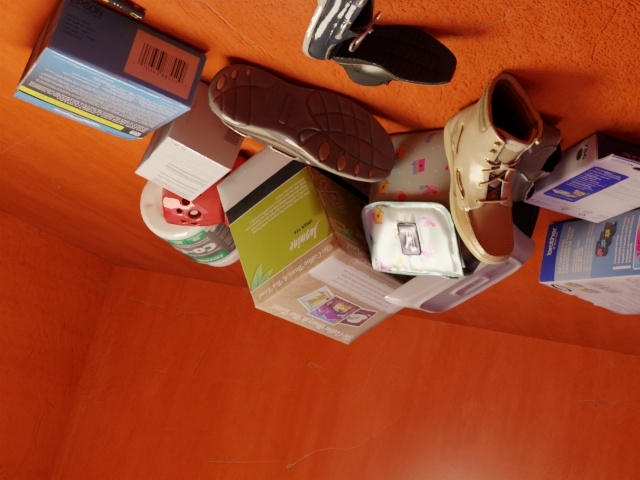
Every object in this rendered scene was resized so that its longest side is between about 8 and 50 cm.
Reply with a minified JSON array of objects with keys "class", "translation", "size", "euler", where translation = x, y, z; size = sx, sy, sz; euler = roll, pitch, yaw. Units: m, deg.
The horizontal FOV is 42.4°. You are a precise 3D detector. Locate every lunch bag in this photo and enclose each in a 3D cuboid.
[{"class":"lunch bag","translation":[0.202,-0.060,1.502],"size":[0.223,0.262,0.160],"euler":[2,162,45]}]

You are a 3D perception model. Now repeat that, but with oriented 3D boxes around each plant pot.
[{"class":"plant pot","translation":[-0.259,-0.119,1.895],"size":[0.174,0.191,0.191],"euler":[11,167,3]}]

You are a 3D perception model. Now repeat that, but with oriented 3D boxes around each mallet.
[{"class":"mallet","translation":[-0.340,-0.380,1.232],"size":[0.189,0.039,0.062],"euler":[17,165,-36]}]

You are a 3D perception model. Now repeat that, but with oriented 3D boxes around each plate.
[{"class":"plate","translation":[0.290,0.071,1.626],"size":[0.278,0.045,0.277],"euler":[-33,160,16]}]

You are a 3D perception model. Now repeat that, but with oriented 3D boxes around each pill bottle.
[{"class":"pill bottle","translation":[-0.318,-0.055,2.194],"size":[0.204,0.204,0.361],"euler":[10,167,15]}]

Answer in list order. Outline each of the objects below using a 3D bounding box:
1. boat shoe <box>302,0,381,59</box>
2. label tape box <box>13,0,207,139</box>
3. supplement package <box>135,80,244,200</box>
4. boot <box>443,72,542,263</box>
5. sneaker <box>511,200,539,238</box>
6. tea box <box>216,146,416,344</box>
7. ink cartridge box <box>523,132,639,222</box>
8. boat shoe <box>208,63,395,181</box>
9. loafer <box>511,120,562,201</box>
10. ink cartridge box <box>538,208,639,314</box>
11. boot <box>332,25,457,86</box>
[{"class":"boat shoe","translation":[0.037,-0.298,1.056],"size":[0.079,0.095,0.254],"euler":[25,158,-1]},{"class":"label tape box","translation":[-0.387,-0.292,1.475],"size":[0.249,0.115,0.347],"euler":[21,168,-26]},{"class":"supplement package","translation":[-0.251,-0.191,1.619],"size":[0.133,0.139,0.244],"euler":[28,158,-19]},{"class":"boot","translation":[0.275,-0.105,1.275],"size":[0.095,0.262,0.203],"euler":[-5,169,-13]},{"class":"sneaker","translation":[0.331,-0.061,1.686],"size":[0.178,0.124,0.295],"euler":[18,-178,29]},{"class":"tea box","translation":[0.000,0.000,1.711],"size":[0.220,0.324,0.329],"euler":[-35,145,21]},{"class":"ink cartridge box","translation":[0.497,-0.109,1.432],"size":[0.165,0.065,0.332],"euler":[16,168,-9]},{"class":"boat shoe","translation":[-0.032,-0.208,1.476],"size":[0.355,0.132,0.130],"euler":[26,174,-13]},{"class":"loafer","translation":[0.365,-0.129,1.413],"size":[0.087,0.094,0.251],"euler":[11,165,14]},{"class":"ink cartridge box","translation":[0.662,0.055,1.759],"size":[0.270,0.151,0.395],"euler":[20,164,-24]},{"class":"boot","translation":[0.113,-0.257,1.214],"size":[0.197,0.077,0.137],"euler":[23,176,21]}]
